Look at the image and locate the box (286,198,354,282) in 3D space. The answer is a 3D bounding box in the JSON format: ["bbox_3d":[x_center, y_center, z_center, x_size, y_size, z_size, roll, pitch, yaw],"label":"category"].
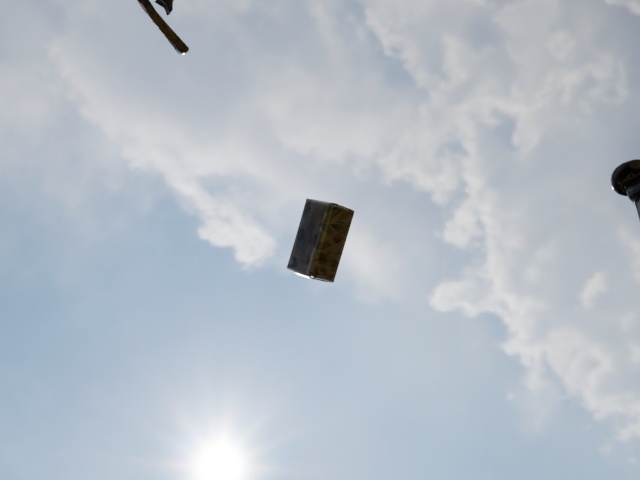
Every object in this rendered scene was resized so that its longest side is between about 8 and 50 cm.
[{"bbox_3d":[0.000,0.000,1.237,0.045,0.062,0.098,15,-92,-36],"label":"box"}]

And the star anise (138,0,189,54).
[{"bbox_3d":[-0.296,-0.515,1.725,0.349,0.109,0.292,75,-173,-46],"label":"star anise"}]

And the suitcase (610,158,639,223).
[{"bbox_3d":[0.488,0.077,1.100,0.339,0.188,0.345,45,-151,-30],"label":"suitcase"}]
